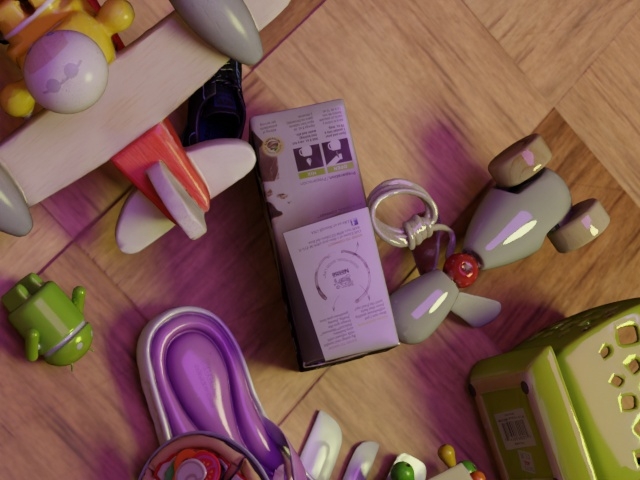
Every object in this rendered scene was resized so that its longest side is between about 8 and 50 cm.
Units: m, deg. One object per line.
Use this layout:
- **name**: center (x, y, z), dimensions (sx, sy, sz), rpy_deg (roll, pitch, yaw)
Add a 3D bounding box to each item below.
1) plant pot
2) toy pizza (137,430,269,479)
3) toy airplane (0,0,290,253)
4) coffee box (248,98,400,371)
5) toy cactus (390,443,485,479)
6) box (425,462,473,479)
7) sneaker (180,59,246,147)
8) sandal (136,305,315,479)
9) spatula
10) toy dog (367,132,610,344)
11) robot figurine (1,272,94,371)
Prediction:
- **plant pot**: center (0.330, 0.213, 1.841), dimensions (0.207, 0.228, 0.227), rpy_deg (-17, 86, -22)
- **toy pizza**: center (-0.133, 0.310, 1.593), dimensions (0.032, 0.201, 0.201), rpy_deg (4, 74, -59)
- **toy airplane**: center (-0.243, -0.155, 1.567), dimensions (0.385, 0.272, 0.386), rpy_deg (10, 95, 2)
- **coffee box**: center (0.000, 0.000, 1.730), dimensions (0.119, 0.168, 0.297), rpy_deg (-13, 83, -4)
- **toy cactus**: center (0.160, 0.358, 1.779), dimensions (0.219, 0.112, 0.180), rpy_deg (38, 71, -38)
- **box**: center (0.106, 0.402, 1.586), dimensions (0.243, 0.117, 0.213), rpy_deg (-23, 56, -19)
- **sneaker**: center (-0.124, -0.185, 1.768), dimensions (0.081, 0.090, 0.232), rpy_deg (9, 74, -25)
- **sandal**: center (-0.088, 0.268, 1.667), dimensions (0.169, 0.102, 0.416), rpy_deg (-31, 92, -25)
- **spatula**: center (0.026, 0.349, 1.762), dimensions (0.168, 0.019, 0.242), rpy_deg (31, 66, -19)
- **toy dog**: center (0.204, 0.001, 1.888), dimensions (0.334, 0.161, 0.220), rpy_deg (-18, 90, -15)
- **robot figurine**: center (-0.302, 0.092, 1.623), dimensions (0.115, 0.067, 0.101), rpy_deg (51, 41, -8)
